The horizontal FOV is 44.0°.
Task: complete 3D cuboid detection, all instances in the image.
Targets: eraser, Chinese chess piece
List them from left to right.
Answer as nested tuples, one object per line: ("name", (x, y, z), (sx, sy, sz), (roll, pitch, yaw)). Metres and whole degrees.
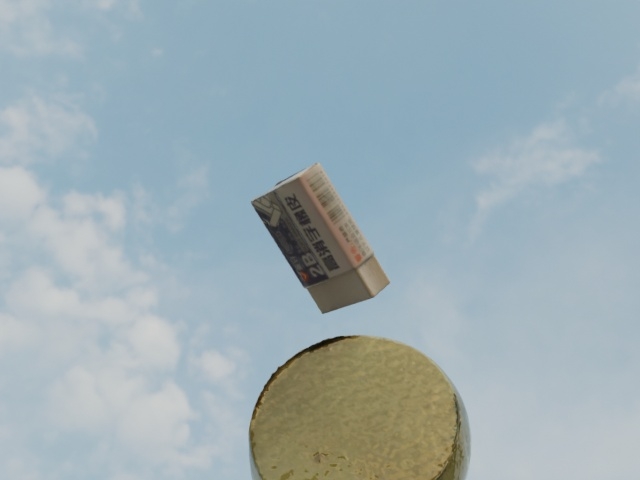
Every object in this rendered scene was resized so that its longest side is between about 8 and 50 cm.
("eraser", (0.000, 0.000, 1.186), (0.124, 0.068, 0.210), (-23, -79, 45))
("Chinese chess piece", (0.032, 0.169, 0.666), (0.188, 0.188, 0.083), (-9, -46, 4))
